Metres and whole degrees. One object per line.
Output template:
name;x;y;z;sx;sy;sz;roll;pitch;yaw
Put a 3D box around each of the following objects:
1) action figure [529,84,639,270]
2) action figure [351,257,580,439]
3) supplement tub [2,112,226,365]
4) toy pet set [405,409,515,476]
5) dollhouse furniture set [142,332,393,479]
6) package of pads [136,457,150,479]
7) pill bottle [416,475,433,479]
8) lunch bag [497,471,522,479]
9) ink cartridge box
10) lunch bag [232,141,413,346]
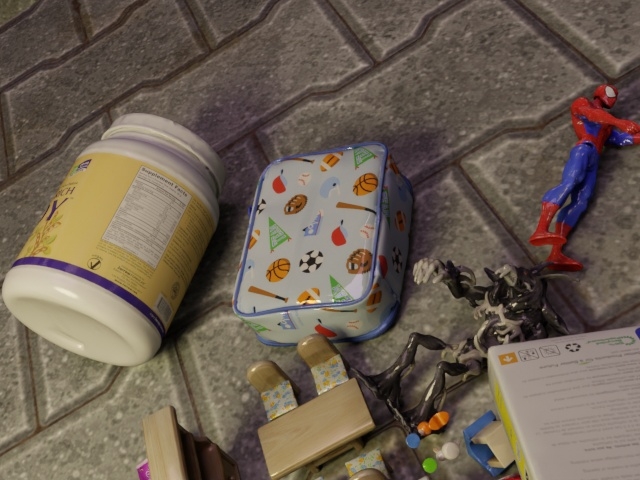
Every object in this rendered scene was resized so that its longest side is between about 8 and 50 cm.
action figure;0.371;-0.097;1.074;0.139;0.091;0.280;-2;54;37
action figure;0.176;0.103;0.987;0.276;0.141;0.164;-43;44;-3
supplement tub;-0.298;-0.004;1.276;0.241;0.241;0.331;1;55;31
toy pet set;0.159;0.235;0.920;0.114;0.065;0.122;-33;87;-19
dollhouse furniture set;-0.061;0.236;0.995;0.242;0.161;0.212;-29;45;6
package of pads;-0.202;0.299;1.117;0.083;0.032;0.050;-36;42;-1
pill bottle;0.054;0.331;0.886;0.187;0.112;0.112;-31;45;4
lunch bag;0.224;0.365;0.763;0.258;0.120;0.293;-5;49;31
ink cartridge box;0.332;0.183;0.762;0.304;0.072;0.307;-7;29;3
lunch bag;0.000;0.000;1.193;0.243;0.115;0.303;-9;51;27
